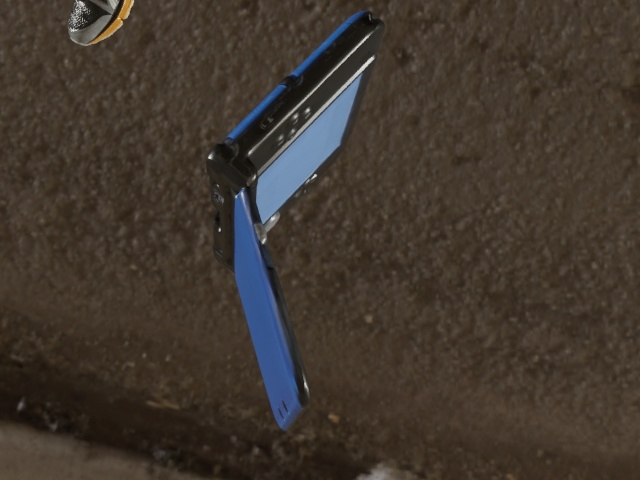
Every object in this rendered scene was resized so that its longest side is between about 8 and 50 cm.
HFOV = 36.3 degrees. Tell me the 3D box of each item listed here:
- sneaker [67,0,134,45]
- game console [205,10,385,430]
[{"bbox_3d":[-0.257,-0.335,1.157,0.083,0.084,0.215,9,114,-48],"label":"sneaker"},{"bbox_3d":[0.000,0.000,0.808,0.173,0.250,0.293,42,166,6],"label":"game console"}]
